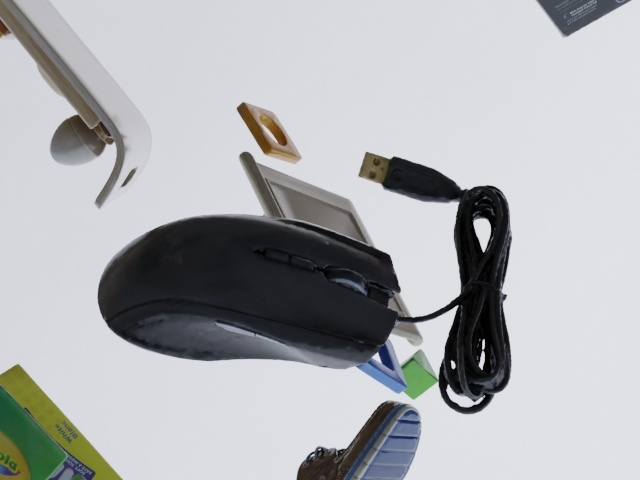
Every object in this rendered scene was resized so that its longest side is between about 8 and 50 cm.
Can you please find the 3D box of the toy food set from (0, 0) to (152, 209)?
[{"bbox_3d":[-0.279,-0.166,1.453,0.092,0.306,0.220,-39,-175,5],"label":"toy food set"}]

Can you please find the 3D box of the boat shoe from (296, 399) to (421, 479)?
[{"bbox_3d":[0.013,0.200,1.254,0.066,0.066,0.183,36,-82,36],"label":"boat shoe"}]

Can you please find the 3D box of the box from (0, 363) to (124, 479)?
[{"bbox_3d":[-0.110,0.122,0.554,0.043,0.105,0.179,-35,168,-44],"label":"box"}]

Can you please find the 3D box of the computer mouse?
[{"bbox_3d":[0.000,0.000,0.970,0.262,0.060,0.184,10,-129,6],"label":"computer mouse"}]

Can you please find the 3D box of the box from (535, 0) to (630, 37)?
[{"bbox_3d":[0.111,-0.288,0.995,0.087,0.290,0.169,-28,-135,20],"label":"box"}]

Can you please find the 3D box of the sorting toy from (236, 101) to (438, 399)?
[{"bbox_3d":[0.002,0.016,1.466,0.047,0.196,0.348,-39,-125,19],"label":"sorting toy"}]
